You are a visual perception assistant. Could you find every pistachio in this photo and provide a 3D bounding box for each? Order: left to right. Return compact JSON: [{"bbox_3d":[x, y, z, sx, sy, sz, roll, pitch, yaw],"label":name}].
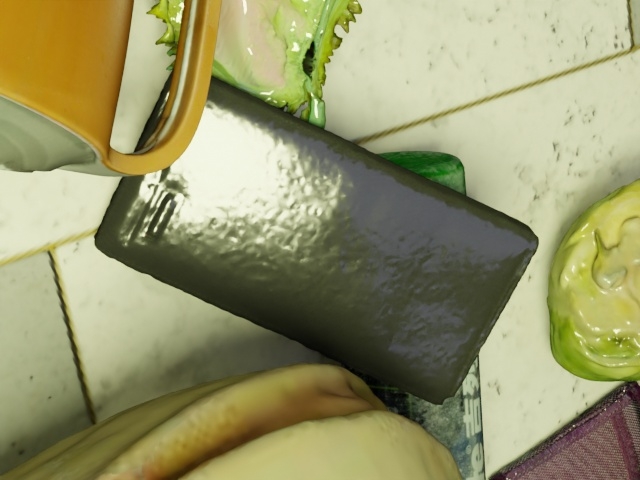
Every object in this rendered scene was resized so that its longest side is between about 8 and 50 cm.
[{"bbox_3d":[-0.076,0.243,0.653,0.445,0.281,0.365,-19,129,-51],"label":"pistachio"}]

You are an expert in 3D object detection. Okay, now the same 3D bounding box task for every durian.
[{"bbox_3d":[-0.025,-0.174,0.748,0.137,0.095,0.220,16,103,-2],"label":"durian"}]

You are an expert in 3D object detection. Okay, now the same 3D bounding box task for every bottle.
[{"bbox_3d":[0.061,0.109,0.858,0.093,0.093,0.330,-14,106,-33],"label":"bottle"}]

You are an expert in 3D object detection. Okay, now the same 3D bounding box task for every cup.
[{"bbox_3d":[-0.141,-0.155,0.621,0.226,0.182,0.264,22,79,-33],"label":"cup"}]

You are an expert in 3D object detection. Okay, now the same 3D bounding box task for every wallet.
[{"bbox_3d":[0.000,0.000,0.761,0.244,0.025,0.124,25,100,-12],"label":"wallet"},{"bbox_3d":[0.207,0.195,1.018,0.166,0.030,0.111,-30,115,-28],"label":"wallet"}]

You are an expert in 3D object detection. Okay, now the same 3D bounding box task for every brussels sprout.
[{"bbox_3d":[0.233,0.035,0.957,0.152,0.122,0.149,10,74,-14],"label":"brussels sprout"}]
